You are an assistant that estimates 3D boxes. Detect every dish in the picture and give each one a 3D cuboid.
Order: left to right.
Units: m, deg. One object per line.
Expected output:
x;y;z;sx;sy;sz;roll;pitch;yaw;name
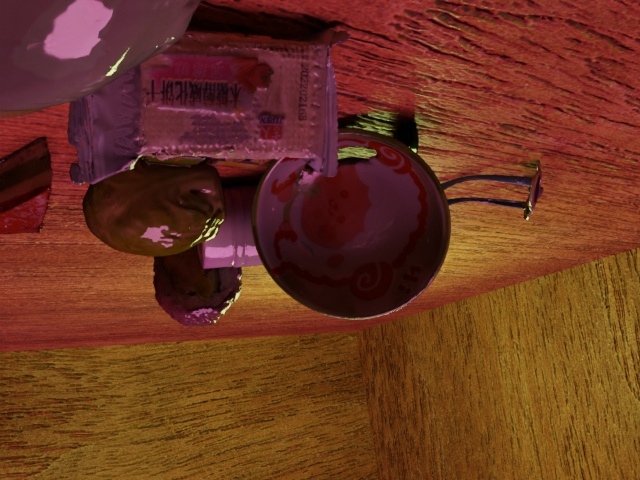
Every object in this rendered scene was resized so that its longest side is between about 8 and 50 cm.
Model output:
0.054;-0.040;1.158;0.324;0.324;0.124;-12;-162;14;dish

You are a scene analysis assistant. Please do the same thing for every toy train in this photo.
-0.164;-0.139;1.014;0.202;0.060;0.081;1;170;-34;toy train
0.141;-0.147;1.185;0.042;0.044;0.209;-8;165;4;toy train

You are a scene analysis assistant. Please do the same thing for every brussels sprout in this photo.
-0.260;-0.050;1.091;0.223;0.161;0.223;-1;167;0;brussels sprout

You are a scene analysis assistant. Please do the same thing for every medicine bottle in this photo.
-0.099;-0.030;1.281;0.253;0.152;0.152;-5;165;-15;medicine bottle

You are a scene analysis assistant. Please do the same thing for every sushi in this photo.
-0.269;0.068;1.356;0.241;0.161;0.107;32;156;14;sushi

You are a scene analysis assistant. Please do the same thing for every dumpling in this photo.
-0.174;-0.221;0.451;0.320;0.270;0.212;12;148;18;dumpling

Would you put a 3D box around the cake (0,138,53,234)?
-0.469;-0.074;1.028;0.116;0.086;0.220;-4;166;-26;cake

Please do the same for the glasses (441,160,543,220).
0.365;-0.084;1.477;0.220;0.088;0.189;-11;166;9;glasses

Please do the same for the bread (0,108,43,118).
-0.382;-0.185;0.756;0.228;0.034;0.228;-7;165;-2;bread

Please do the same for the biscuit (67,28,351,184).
-0.117;-0.154;0.760;0.309;0.186;0.079;-3;-166;-29;biscuit
